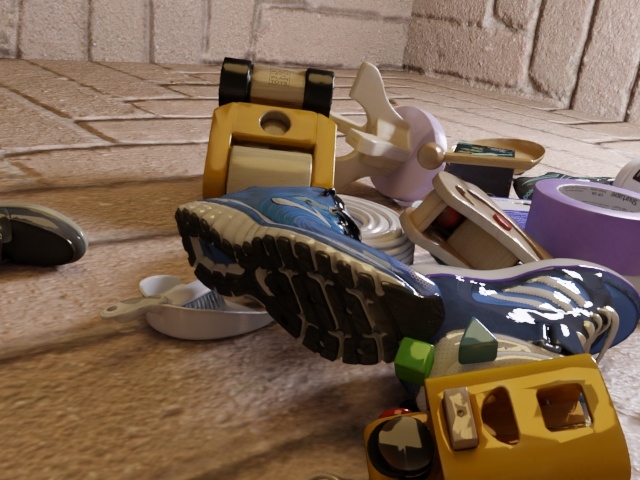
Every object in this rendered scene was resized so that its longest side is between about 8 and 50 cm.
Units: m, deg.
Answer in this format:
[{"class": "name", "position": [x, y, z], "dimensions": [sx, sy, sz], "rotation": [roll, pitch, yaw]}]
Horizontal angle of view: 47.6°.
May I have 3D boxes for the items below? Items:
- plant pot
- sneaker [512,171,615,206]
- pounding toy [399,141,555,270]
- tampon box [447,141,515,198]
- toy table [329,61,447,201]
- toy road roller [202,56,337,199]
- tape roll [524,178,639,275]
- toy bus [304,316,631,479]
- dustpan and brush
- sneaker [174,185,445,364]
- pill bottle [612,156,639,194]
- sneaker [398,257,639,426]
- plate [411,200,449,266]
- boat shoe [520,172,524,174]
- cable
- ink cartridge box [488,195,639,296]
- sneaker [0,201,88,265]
[{"class": "plant pot", "position": [0.404, -0.192, 1.699], "dimensions": [0.236, 0.032, 0.236], "rotation": [-7, 23, 3]}, {"class": "sneaker", "position": [0.481, -0.095, 1.385], "dimensions": [0.267, 0.101, 0.106], "rotation": [-6, 40, -34]}, {"class": "pounding toy", "position": [0.209, -0.033, 0.905], "dimensions": [0.269, 0.155, 0.154], "rotation": [47, 22, 16]}, {"class": "tampon box", "position": [0.312, -0.122, 1.423], "dimensions": [0.120, 0.102, 0.161], "rotation": [11, 20, 12]}, {"class": "toy table", "position": [0.102, -0.186, 1.357], "dimensions": [0.160, 0.252, 0.274], "rotation": [17, 3, -23]}, {"class": "toy road roller", "position": [-0.086, -0.143, 1.270], "dimensions": [0.202, 0.241, 0.330], "rotation": [6, 57, -5]}, {"class": "tape roll", "position": [0.388, -0.023, 1.020], "dimensions": [0.189, 0.080, 0.189], "rotation": [7, 19, -2]}, {"class": "toy bus", "position": [0.101, 0.139, 0.491], "dimensions": [0.191, 0.104, 0.202], "rotation": [28, 62, 29]}, {"class": "dustpan and brush", "position": [-0.154, 0.069, 0.769], "dimensions": [0.147, 0.060, 0.211], "rotation": [17, 21, 25]}, {"class": "sneaker", "position": [-0.004, 0.004, 0.707], "dimensions": [0.147, 0.130, 0.330], "rotation": [-32, 37, -30]}, {"class": "pill bottle", "position": [0.617, -0.043, 1.192], "dimensions": [0.181, 0.182, 0.323], "rotation": [4, 20, -9]}, {"class": "sneaker", "position": [0.224, 0.122, 0.690], "dimensions": [0.322, 0.130, 0.236], "rotation": [4, 27, -20]}, {"class": "plate", "position": [0.194, 0.016, 1.017], "dimensions": [0.188, 0.024, 0.188], "rotation": [32, 25, -17]}, {"class": "boat shoe", "position": [0.458, -0.195, 1.783], "dimensions": [0.048, 0.042, 0.133], "rotation": [-16, 26, -12]}, {"class": "cable", "position": [0.000, 0.000, 0.979], "dimensions": [0.257, 0.089, 0.257], "rotation": [3, 20, -11]}, {"class": "ink cartridge box", "position": [0.372, 0.013, 1.124], "dimensions": [0.165, 0.065, 0.333], "rotation": [4, 21, -10]}, {"class": "sneaker", "position": [-0.393, 0.014, 0.845], "dimensions": [0.222, 0.083, 0.118], "rotation": [11, 37, -11]}]
